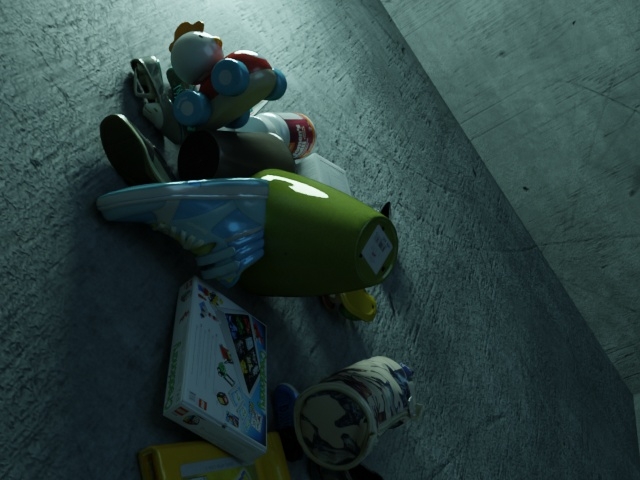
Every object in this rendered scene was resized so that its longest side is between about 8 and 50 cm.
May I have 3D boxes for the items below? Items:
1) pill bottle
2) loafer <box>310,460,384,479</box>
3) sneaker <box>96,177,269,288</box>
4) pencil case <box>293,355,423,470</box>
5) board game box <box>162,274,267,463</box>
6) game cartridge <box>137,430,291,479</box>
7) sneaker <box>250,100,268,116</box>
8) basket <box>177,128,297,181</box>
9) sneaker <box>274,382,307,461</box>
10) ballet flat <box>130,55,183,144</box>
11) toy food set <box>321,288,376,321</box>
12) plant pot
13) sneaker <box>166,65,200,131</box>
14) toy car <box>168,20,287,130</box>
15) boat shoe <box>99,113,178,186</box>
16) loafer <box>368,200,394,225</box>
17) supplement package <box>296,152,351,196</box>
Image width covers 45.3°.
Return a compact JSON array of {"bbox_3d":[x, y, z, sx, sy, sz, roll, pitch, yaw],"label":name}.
[{"bbox_3d":[-0.110,-0.255,1.887,0.221,0.121,0.121,-18,80,-61],"label":"pill bottle"},{"bbox_3d":[0.090,0.509,1.571,0.267,0.084,0.096,41,34,-33],"label":"loafer"},{"bbox_3d":[-0.241,-0.007,1.407,0.319,0.127,0.208,-5,96,-20],"label":"sneaker"},{"bbox_3d":[0.083,0.337,1.540,0.410,0.184,0.159,2,99,-71],"label":"pencil case"},{"bbox_3d":[-0.178,0.223,1.369,0.193,0.053,0.305,40,26,-29],"label":"board game box"},{"bbox_3d":[-0.141,0.467,1.267,0.324,0.053,0.285,11,56,-54],"label":"game cartridge"},{"bbox_3d":[-0.184,-0.354,1.922,0.075,0.057,0.161,57,31,-19],"label":"sneaker"},{"bbox_3d":[-0.184,-0.160,1.660,0.227,0.154,0.204,7,56,-52],"label":"basket"},{"bbox_3d":[-0.064,0.353,1.485,0.084,0.058,0.152,6,66,-67],"label":"sneaker"},{"bbox_3d":[-0.349,-0.291,1.604,0.068,0.072,0.213,-11,72,-32],"label":"ballet flat"},{"bbox_3d":[0.054,0.129,1.864,0.218,0.071,0.128,36,43,-46],"label":"toy food set"},{"bbox_3d":[0.000,0.000,1.550,0.275,0.294,0.274,-10,104,-47],"label":"plant pot"},{"bbox_3d":[-0.297,-0.310,1.698,0.166,0.065,0.076,58,32,-3],"label":"sneaker"},{"bbox_3d":[-0.228,-0.373,1.616,0.238,0.210,0.219,59,23,5],"label":"toy car"},{"bbox_3d":[-0.339,-0.147,1.470,0.223,0.080,0.073,58,22,-17],"label":"boat shoe"},{"bbox_3d":[0.172,-0.029,2.192,0.076,0.078,0.223,41,34,-32],"label":"loafer"},{"bbox_3d":[-0.003,-0.064,1.878,0.139,0.134,0.244,25,44,-48],"label":"supplement package"}]
